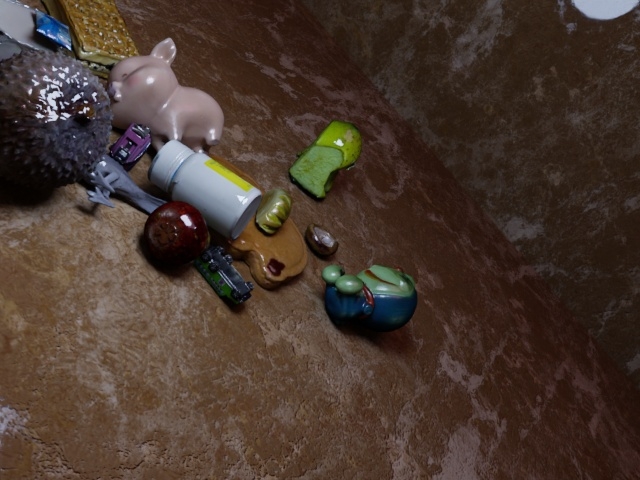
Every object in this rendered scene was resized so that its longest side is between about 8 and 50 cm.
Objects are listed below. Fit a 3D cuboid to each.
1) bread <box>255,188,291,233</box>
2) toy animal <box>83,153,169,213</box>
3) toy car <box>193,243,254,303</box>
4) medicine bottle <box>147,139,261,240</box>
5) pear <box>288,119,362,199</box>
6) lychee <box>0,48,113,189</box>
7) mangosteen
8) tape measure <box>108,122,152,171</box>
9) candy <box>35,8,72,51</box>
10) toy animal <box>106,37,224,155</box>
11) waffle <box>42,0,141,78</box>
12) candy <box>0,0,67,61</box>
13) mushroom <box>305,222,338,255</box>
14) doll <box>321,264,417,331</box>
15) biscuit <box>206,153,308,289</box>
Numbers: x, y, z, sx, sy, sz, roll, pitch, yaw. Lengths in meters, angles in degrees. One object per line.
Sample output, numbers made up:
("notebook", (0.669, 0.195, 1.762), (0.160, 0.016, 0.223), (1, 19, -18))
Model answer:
("bread", (-0.118, -0.091, 2.031), (0.083, 0.094, 0.157), (34, 22, -17))
("toy animal", (-0.485, -0.141, 1.715), (0.367, 0.081, 0.206), (37, 11, -14))
("toy car", (-0.234, 0.086, 1.808), (0.165, 0.062, 0.071), (50, 29, 5))
("medicine bottle", (-0.283, -0.127, 1.828), (0.258, 0.143, 0.143), (32, 27, 6))
("pear", (0.038, -0.287, 2.464), (0.164, 0.255, 0.238), (41, 24, -8))
("lychee", (-0.573, -0.241, 1.534), (0.300, 0.300, 0.300), (34, 31, -24))
("mangosteen", (-0.319, -0.024, 1.739), (0.156, 0.146, 0.181), (48, 30, 11))
("tape measure", (-0.462, -0.231, 1.828), (0.074, 0.125, 0.118), (39, -3, -10))
("candy", (-0.621, -0.492, 1.744), (0.088, 0.038, 0.136), (24, 27, -37))
("toy animal", (-0.406, -0.351, 1.960), (0.326, 0.237, 0.269), (7, 53, -48))
("waffle", (-0.634, -0.586, 2.082), (0.212, 0.091, 0.308), (5, 49, -52))
("candy", (-0.707, -0.458, 1.768), (0.195, 0.137, 0.185), (16, 41, -43))
("mushroom", (0.000, 0.000, 2.254), (0.123, 0.052, 0.123), (38, 22, -18))
("doll", (0.142, 0.162, 2.114), (0.321, 0.186, 0.198), (4, 16, -30))
("biscuit", (-0.215, -0.070, 2.038), (0.455, 0.078, 0.350), (39, 25, -15))
